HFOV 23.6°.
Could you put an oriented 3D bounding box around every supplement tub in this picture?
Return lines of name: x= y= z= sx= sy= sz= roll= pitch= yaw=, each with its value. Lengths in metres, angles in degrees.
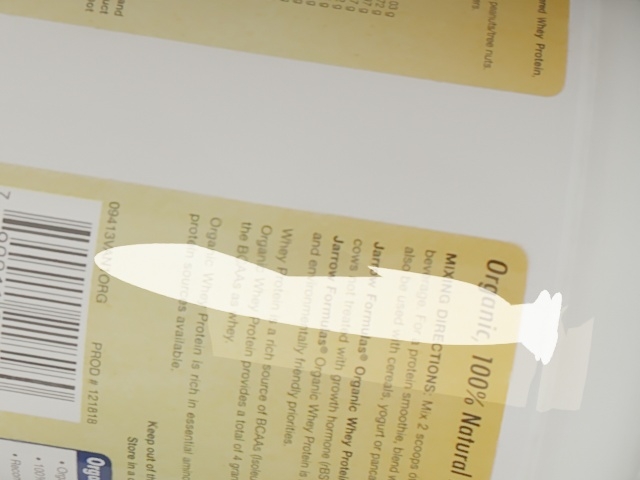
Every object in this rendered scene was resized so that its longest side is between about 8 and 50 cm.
supplement tub: x=0.000 y=0.000 z=0.541 sx=0.316 sy=0.228 sz=0.228 roll=9 pitch=118 yaw=2
